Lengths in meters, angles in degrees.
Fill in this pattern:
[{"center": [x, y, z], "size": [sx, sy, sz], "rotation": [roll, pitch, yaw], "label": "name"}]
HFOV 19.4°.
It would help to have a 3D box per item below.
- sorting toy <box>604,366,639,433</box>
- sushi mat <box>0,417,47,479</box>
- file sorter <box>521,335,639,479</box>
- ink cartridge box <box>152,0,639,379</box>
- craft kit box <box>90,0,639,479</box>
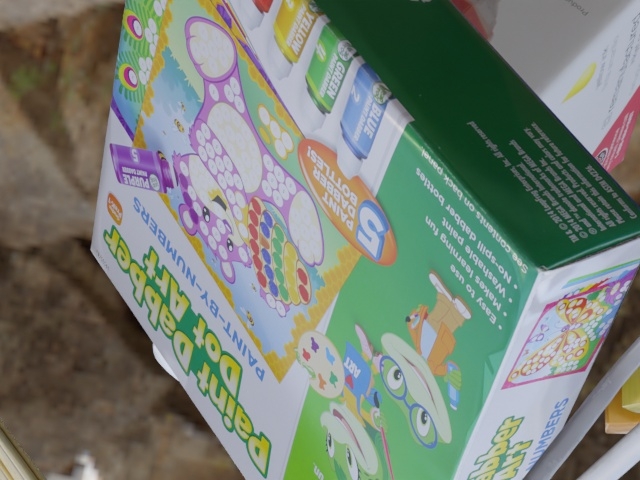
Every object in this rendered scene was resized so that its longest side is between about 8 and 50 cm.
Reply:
[{"center": [0.289, 0.059, 0.865], "size": [0.307, 0.041, 0.229], "rotation": [0, 165, 7], "label": "sorting toy"}, {"center": [-0.196, 0.077, 0.918], "size": [0.019, 0.151, 0.316], "rotation": [-28, -114, -30], "label": "sushi mat"}, {"center": [0.198, 0.110, 0.498], "size": [0.277, 0.173, 0.193], "rotation": [42, -138, 6], "label": "file sorter"}, {"center": [0.068, -0.052, 1.317], "size": [0.160, 0.384, 0.279], "rotation": [37, 153, 17], "label": "ink cartridge box"}, {"center": [0.000, 0.000, 0.729], "size": [0.061, 0.247, 0.250], "rotation": [-21, -125, -26], "label": "craft kit box"}]
